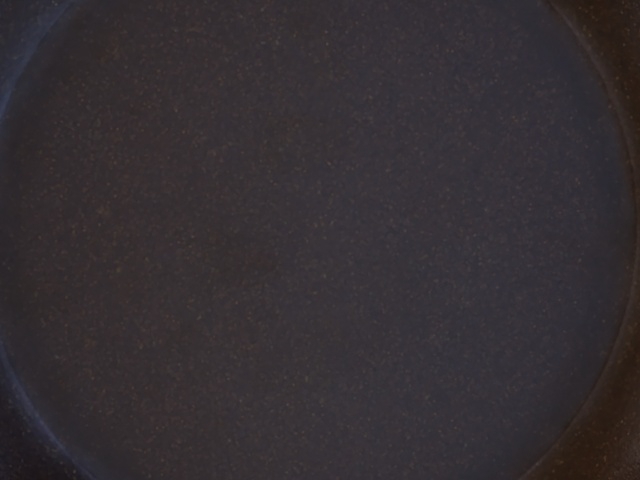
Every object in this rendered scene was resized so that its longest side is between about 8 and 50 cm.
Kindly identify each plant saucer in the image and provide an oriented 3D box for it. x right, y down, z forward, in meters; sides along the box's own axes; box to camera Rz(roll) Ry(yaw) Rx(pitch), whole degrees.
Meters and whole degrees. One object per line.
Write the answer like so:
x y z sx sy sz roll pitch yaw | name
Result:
0.000 0.000 0.367 0.050 0.310 0.311 -141 -135 -82 | plant saucer
